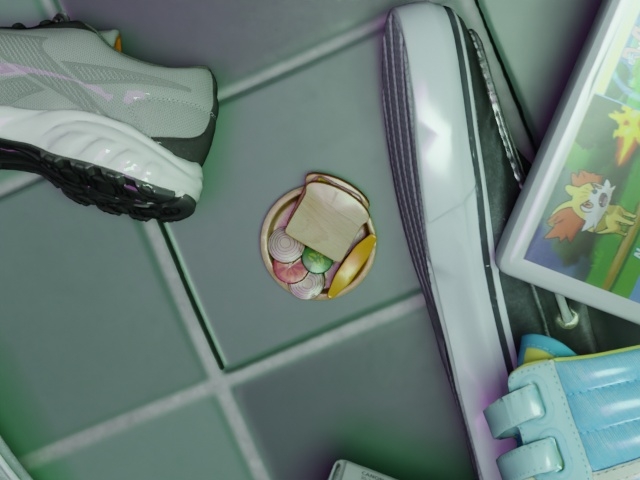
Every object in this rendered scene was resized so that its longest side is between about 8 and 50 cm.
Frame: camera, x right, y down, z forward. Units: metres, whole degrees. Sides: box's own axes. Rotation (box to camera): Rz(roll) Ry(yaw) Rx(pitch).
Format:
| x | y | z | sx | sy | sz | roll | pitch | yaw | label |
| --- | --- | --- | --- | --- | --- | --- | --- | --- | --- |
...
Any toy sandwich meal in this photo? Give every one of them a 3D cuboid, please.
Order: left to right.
| x | y | z | sx | sy | sz | roll | pitch | yaw | label |
| --- | --- | --- | --- | --- | --- | --- | --- | --- | --- |
| 0.000 | 0.000 | 0.896 | 0.086 | 0.029 | 0.085 | 0 | 97 | 4 | toy sandwich meal |

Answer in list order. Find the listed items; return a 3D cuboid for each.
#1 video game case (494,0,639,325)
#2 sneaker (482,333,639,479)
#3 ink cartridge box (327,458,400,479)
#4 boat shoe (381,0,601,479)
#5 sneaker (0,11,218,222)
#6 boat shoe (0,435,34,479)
| x | y | z | sx | sy | sz | roll | pitch | yaw | label |
| --- | --- | --- | --- | --- | --- | --- | --- | --- | --- |
| 0.295 | -0.081 | 0.747 | 0.300 | 0.036 | 0.329 | 21 | 103 | -3 | video game case |
| 0.120 | 0.176 | 0.766 | 0.319 | 0.127 | 0.208 | -36 | 73 | 6 | sneaker |
| 0.099 | 0.287 | 0.904 | 0.275 | 0.060 | 0.238 | 21 | 127 | 1 | ink cartridge box |
| 0.121 | 0.007 | 0.858 | 0.119 | 0.121 | 0.335 | -15 | 107 | -2 | boat shoe |
| -0.192 | -0.098 | 0.874 | 0.272 | 0.100 | 0.108 | 18 | 74 | 4 | sneaker |
| -0.272 | 0.097 | 0.896 | 0.118 | 0.103 | 0.320 | -28 | 93 | 52 | boat shoe |
